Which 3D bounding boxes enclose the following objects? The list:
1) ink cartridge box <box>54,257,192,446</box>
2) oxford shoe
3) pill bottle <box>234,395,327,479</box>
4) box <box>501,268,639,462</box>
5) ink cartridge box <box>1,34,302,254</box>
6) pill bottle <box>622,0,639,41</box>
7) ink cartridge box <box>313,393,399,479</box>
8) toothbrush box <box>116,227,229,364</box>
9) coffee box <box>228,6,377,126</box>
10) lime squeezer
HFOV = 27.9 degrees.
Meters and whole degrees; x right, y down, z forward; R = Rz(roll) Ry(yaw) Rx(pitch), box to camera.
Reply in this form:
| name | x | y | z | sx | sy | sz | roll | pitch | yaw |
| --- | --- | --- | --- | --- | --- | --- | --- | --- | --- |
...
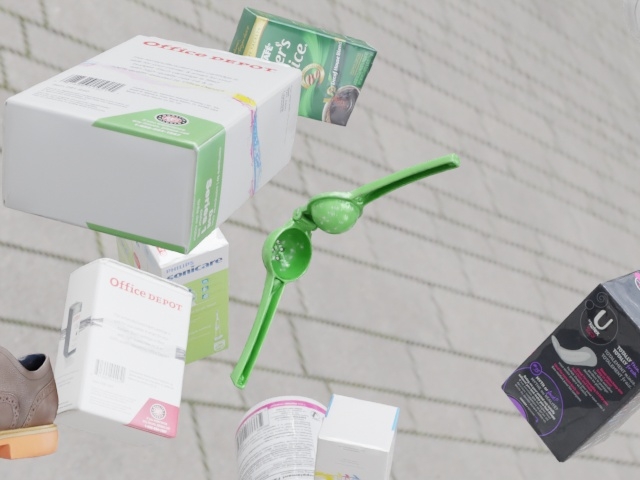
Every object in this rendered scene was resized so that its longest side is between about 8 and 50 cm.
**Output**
| name | x | y | z | sx | sy | sz | roll | pitch | yaw |
| --- | --- | --- | --- | --- | --- | --- | --- | --- | --- |
| ink cartridge box | -0.270 | 0.153 | 1.755 | 0.158 | 0.092 | 0.218 | 24 | 60 | -35 |
| oxford shoe | -0.415 | 0.175 | 1.418 | 0.363 | 0.130 | 0.133 | 16 | 78 | -70 |
| pill bottle | -0.036 | 0.368 | 1.836 | 0.160 | 0.160 | 0.283 | 41 | 20 | -28 |
| box | 0.447 | 0.199 | 2.048 | 0.143 | 0.270 | 0.165 | -12 | 58 | -48 |
| ink cartridge box | -0.162 | -0.107 | 1.306 | 0.278 | 0.201 | 0.117 | -48 | 148 | -61 |
| pill bottle | 0.345 | -0.239 | 1.268 | 0.094 | 0.094 | 0.169 | 53 | 23 | -9 |
| ink cartridge box | 0.042 | 0.283 | 1.614 | 0.092 | 0.090 | 0.143 | -67 | 165 | -58 |
| toothbrush box | -0.244 | 0.043 | 2.108 | 0.122 | 0.283 | 0.206 | -20 | 54 | -21 |
| coffee box | -0.029 | -0.212 | 1.595 | 0.184 | 0.113 | 0.040 | 12 | 21 | -34 |
| lime squeezer | 0.000 | 0.000 | 1.264 | 0.059 | 0.310 | 0.110 | 39 | 13 | -26 |
